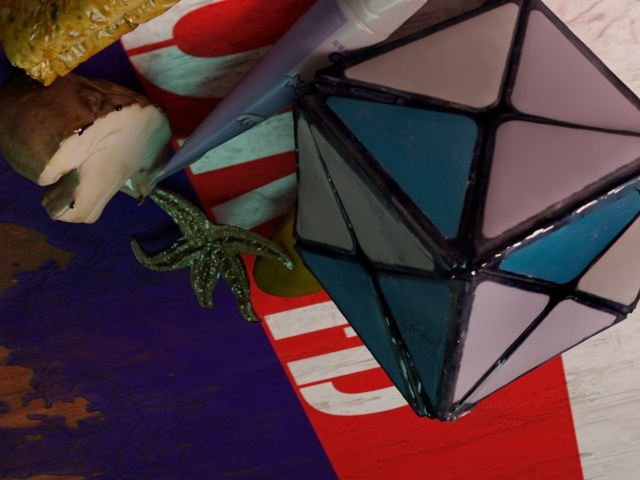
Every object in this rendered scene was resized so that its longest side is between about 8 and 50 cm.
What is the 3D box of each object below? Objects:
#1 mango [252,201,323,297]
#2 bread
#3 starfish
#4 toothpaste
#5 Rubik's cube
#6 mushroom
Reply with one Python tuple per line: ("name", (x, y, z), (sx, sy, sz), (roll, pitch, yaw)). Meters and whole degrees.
("mango", (0.000, 0.000, 1.804), (0.227, 0.109, 0.147), (-33, 160, 29))
("bread", (-0.228, -0.244, 1.422), (0.211, 0.114, 0.083), (-30, 155, 25))
("starfish", (-0.139, 0.006, 1.785), (0.213, 0.057, 0.238), (-12, 119, 32))
("toothpaste", (-0.043, -0.178, 1.572), (0.371, 0.125, 0.080), (-35, 91, 31))
("Rubik's cube", (0.167, -0.036, 1.551), (0.310, 0.305, 0.307), (-24, 149, -20))
("mushroom", (-0.269, -0.116, 1.555), (0.156, 0.151, 0.286), (-57, 165, 6))
